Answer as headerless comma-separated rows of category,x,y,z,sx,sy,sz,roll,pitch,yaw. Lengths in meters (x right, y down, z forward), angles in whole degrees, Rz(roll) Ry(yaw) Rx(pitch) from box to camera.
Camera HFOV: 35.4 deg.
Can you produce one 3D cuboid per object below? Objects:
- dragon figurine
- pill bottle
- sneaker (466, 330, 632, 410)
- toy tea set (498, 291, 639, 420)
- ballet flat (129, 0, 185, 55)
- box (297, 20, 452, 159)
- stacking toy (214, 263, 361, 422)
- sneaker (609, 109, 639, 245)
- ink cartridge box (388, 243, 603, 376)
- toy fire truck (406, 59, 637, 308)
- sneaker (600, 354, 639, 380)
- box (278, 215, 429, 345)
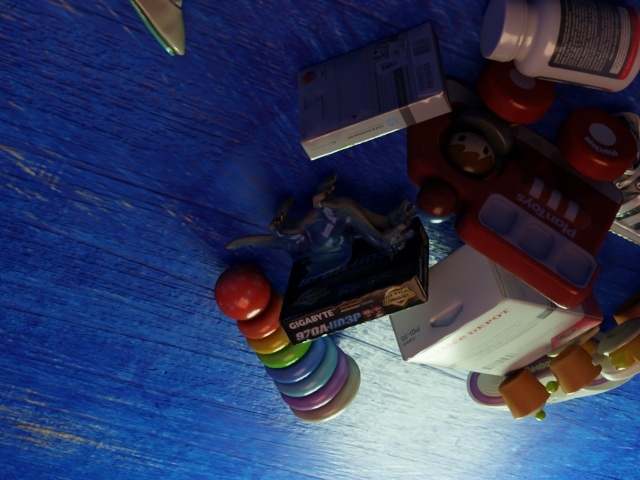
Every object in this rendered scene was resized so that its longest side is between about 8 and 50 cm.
dragon figurine,0.000,0.000,1.465,0.289,0.085,0.144,-29,107,16
pill bottle,0.294,-0.248,1.226,0.180,0.108,0.108,8,137,-12
sneaker,0.410,0.236,1.798,0.305,0.114,0.152,-10,161,4
toy tea set,0.447,0.207,1.607,0.124,0.200,0.336,52,137,0
ballet flat,-0.214,-0.317,1.146,0.086,0.086,0.248,-25,133,22
box,0.063,-0.188,1.251,0.186,0.145,0.038,-18,135,15
stacking toy,-0.067,0.162,1.650,0.141,0.141,0.330,-22,131,20
sneaker,0.457,-0.078,1.380,0.282,0.099,0.153,21,136,13
ink cartridge box,0.270,0.108,1.556,0.207,0.117,0.283,-36,147,32
toy fire truck,0.239,-0.078,1.267,0.302,0.254,0.169,35,138,4
sneaker,0.543,0.142,1.683,0.212,0.080,0.094,-39,115,-1
box,0.055,0.060,1.500,0.220,0.175,0.051,-20,116,18
